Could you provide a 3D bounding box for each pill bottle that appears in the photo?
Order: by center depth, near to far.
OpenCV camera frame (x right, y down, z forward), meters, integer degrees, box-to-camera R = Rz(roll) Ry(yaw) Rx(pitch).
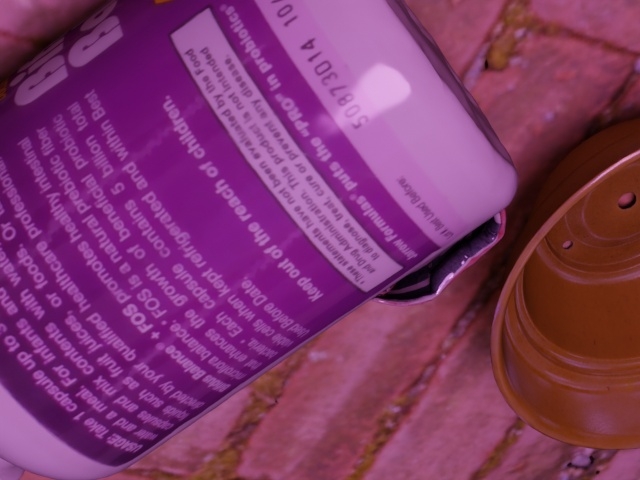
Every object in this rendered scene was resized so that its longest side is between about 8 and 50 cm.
[{"bbox_3d":[-0.082,-0.004,0.652,0.301,0.169,0.169,-35,131,9],"label":"pill bottle"}]

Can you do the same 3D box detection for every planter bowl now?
[{"bbox_3d":[0.176,0.002,0.799,0.217,0.090,0.217,-10,131,-12],"label":"planter bowl"}]

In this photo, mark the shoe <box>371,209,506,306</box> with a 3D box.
[{"bbox_3d":[0.000,0.000,0.742,0.178,0.081,0.063,-24,132,0],"label":"shoe"}]
